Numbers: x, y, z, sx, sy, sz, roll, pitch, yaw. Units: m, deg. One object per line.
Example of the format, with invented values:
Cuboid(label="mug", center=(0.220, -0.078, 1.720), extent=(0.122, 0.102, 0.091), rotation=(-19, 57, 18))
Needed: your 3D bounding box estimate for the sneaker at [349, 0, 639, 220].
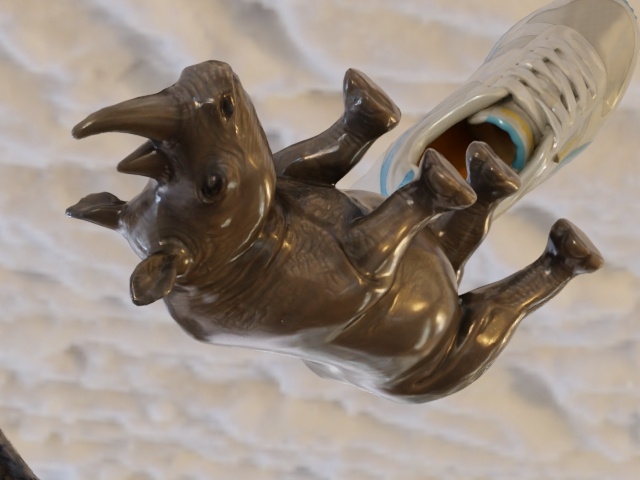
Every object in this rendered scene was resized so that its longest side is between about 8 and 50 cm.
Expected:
Cuboid(label="sneaker", center=(0.116, -0.068, 0.974), extent=(0.087, 0.229, 0.092), rotation=(48, 158, -5))

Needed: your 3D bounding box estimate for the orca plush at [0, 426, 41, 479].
Cuboid(label="orca plush", center=(-0.152, 0.144, 0.749), extent=(0.151, 0.287, 0.102), rotation=(-13, 170, 19))

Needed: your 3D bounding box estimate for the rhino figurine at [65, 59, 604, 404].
Cuboid(label="rhino figurine", center=(0.000, 0.000, 0.591), extent=(0.106, 0.073, 0.243), rotation=(-47, 143, 15))
